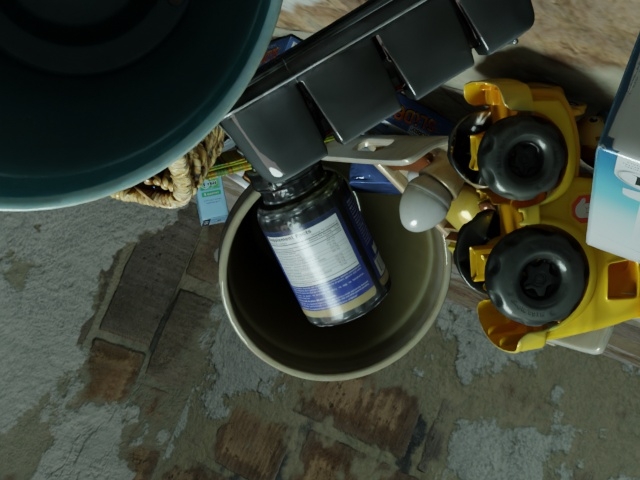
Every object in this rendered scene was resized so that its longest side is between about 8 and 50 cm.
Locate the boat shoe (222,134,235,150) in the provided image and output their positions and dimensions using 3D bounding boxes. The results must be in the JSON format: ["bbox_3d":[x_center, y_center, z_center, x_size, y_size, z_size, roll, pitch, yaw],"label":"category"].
[{"bbox_3d":[-0.130,-0.166,1.366,0.094,0.109,0.302,65,161,-2],"label":"boat shoe"}]

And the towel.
[{"bbox_3d":[-0.066,-0.108,1.314,0.237,0.021,0.102,-14,-163,-11],"label":"towel"}]

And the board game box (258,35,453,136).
[{"bbox_3d":[0.024,-0.152,1.186,0.201,0.035,0.136,25,175,-21],"label":"board game box"}]

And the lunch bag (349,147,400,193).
[{"bbox_3d":[0.072,-0.096,1.394,0.067,0.065,0.098,3,174,4],"label":"lunch bag"}]

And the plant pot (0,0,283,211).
[{"bbox_3d":[-0.161,-0.173,0.643,0.272,0.271,0.255,24,-171,-10],"label":"plant pot"}]

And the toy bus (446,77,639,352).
[{"bbox_3d":[0.222,-0.032,0.922,0.211,0.220,0.149,-7,-170,-3],"label":"toy bus"}]

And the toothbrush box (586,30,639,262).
[{"bbox_3d":[0.288,-0.040,0.687,0.216,0.126,0.295,20,174,16],"label":"toothbrush box"}]

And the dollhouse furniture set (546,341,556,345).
[{"bbox_3d":[0.360,0.072,1.327,0.182,0.161,0.101,19,174,44],"label":"dollhouse furniture set"}]

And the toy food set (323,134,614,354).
[{"bbox_3d":[0.146,0.002,1.177,0.306,0.092,0.220,44,167,-21],"label":"toy food set"}]

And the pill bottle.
[{"bbox_3d":[-0.005,-0.012,1.405,0.123,0.123,0.219,13,132,62],"label":"pill bottle"}]

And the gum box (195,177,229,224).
[{"bbox_3d":[-0.170,-0.118,1.608,0.041,0.184,0.157,-12,179,-7],"label":"gum box"}]

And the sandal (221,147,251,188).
[{"bbox_3d":[-0.121,-0.134,1.759,0.265,0.076,0.102,36,-166,-19],"label":"sandal"}]

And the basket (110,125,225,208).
[{"bbox_3d":[-0.258,-0.128,1.134,0.299,0.223,0.213,19,130,2],"label":"basket"}]

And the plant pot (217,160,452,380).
[{"bbox_3d":[0.000,0.000,1.621,0.323,0.323,0.280,24,-168,-17],"label":"plant pot"}]

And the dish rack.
[{"bbox_3d":[0.021,-0.117,0.757,0.074,0.208,0.271,60,177,-11],"label":"dish rack"}]
